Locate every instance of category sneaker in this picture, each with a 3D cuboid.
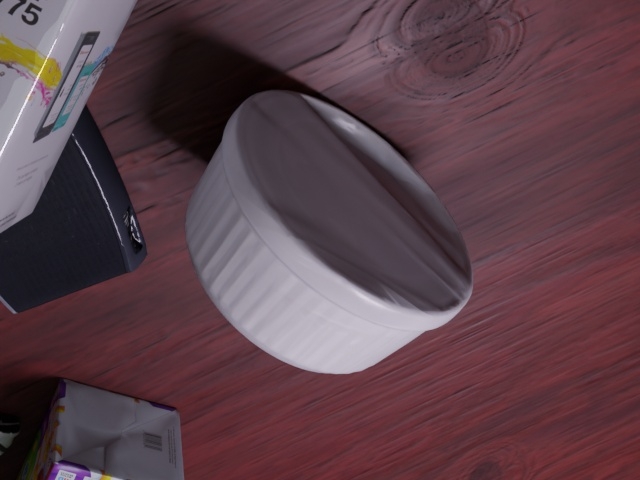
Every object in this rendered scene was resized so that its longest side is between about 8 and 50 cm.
[{"bbox_3d":[-0.380,0.204,1.166,0.109,0.040,0.044,19,117,-20],"label":"sneaker"}]

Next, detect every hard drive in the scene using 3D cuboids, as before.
[{"bbox_3d":[-0.281,-0.051,1.026,0.171,0.054,0.255,-20,122,1],"label":"hard drive"}]

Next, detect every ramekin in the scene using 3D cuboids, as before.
[{"bbox_3d":[0.000,0.000,0.999,0.272,0.273,0.127,28,123,-24],"label":"ramekin"}]

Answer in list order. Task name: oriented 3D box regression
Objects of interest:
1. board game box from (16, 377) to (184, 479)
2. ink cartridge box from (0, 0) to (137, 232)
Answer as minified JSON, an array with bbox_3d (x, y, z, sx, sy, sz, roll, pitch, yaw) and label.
[{"bbox_3d":[-0.268,0.314,1.191,0.142,0.144,0.275,19,114,-20],"label":"board game box"},{"bbox_3d":[-0.277,-0.164,0.831,0.198,0.197,0.270,29,103,-3],"label":"ink cartridge box"}]
